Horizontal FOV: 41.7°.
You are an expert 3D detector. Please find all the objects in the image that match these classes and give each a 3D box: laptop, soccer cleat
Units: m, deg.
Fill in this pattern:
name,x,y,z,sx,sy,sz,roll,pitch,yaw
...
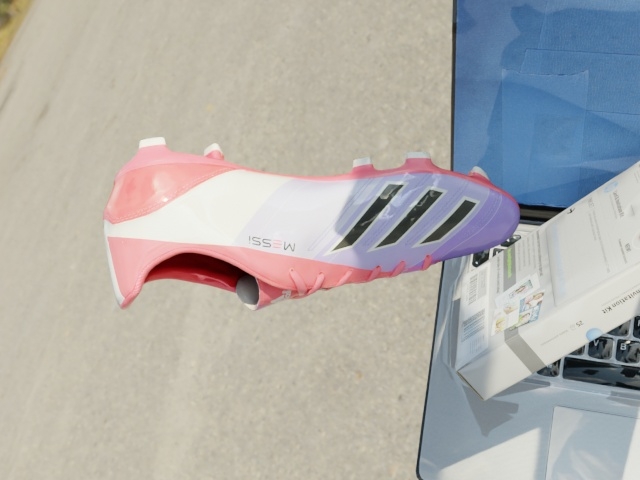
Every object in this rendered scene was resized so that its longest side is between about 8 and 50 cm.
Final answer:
name,x,y,z,sx,sy,sz,roll,pitch,yaw
laptop,0.274,0.041,0.645,0.236,0.382,0.408,15,-97,-76
soccer cleat,0.000,0.000,0.491,0.083,0.248,0.095,127,144,-64

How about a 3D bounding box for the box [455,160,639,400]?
name,x,y,z,sx,sy,sz,roll,pitch,yaw
box,0.189,0.026,0.643,0.186,0.038,0.145,-38,15,26
